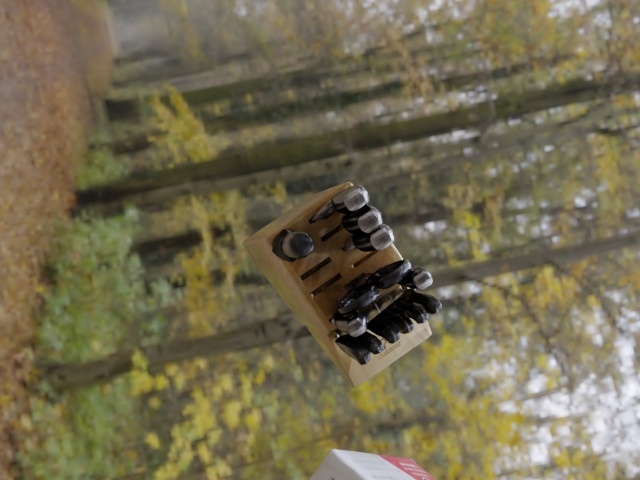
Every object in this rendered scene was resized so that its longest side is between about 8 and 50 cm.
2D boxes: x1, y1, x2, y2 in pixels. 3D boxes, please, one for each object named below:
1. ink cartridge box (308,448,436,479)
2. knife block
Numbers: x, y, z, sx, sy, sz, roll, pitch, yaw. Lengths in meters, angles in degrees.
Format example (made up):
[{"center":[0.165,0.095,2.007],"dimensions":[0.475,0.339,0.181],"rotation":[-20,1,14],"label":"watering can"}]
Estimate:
[{"center":[0.157,0.409,1.320],"dimensions":[0.385,0.160,0.279],"rotation":[37,3,26],"label":"ink cartridge box"},{"center":[0.000,0.000,1.016],"dimensions":[0.275,0.088,0.242],"rotation":[49,-11,40],"label":"knife block"}]
